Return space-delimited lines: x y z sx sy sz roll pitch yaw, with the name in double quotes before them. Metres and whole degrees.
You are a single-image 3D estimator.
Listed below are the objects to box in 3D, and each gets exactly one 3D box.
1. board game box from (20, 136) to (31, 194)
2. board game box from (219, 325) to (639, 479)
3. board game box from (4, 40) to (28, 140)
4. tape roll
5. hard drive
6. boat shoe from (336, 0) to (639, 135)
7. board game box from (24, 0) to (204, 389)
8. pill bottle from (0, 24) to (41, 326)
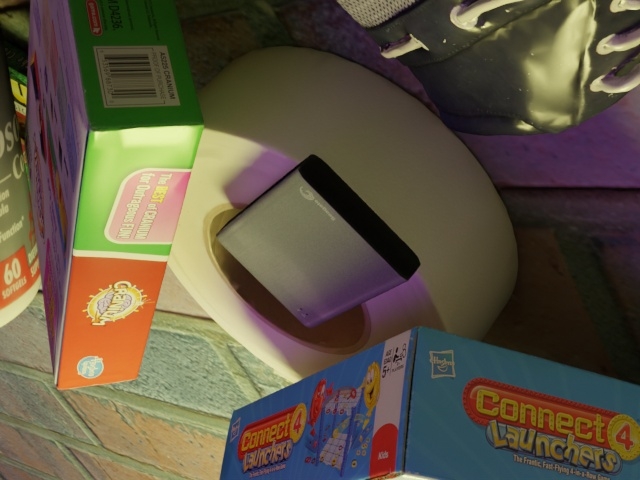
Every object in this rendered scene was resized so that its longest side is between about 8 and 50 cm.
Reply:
"board game box" -0.306 -0.045 1.104 0.124 0.039 0.259 42 160 -11
"board game box" 0.122 0.169 0.750 0.308 0.086 0.302 17 156 -21
"board game box" -0.273 -0.124 1.006 0.259 0.030 0.136 29 146 18
"tape roll" 0.000 0.000 0.791 0.286 0.100 0.286 28 147 20
"hard drive" -0.005 0.004 0.680 0.094 0.022 0.135 45 149 -7
"boat shoe" 0.132 -0.140 0.458 0.158 0.127 0.340 46 158 -22
"board game box" -0.160 -0.074 0.741 0.316 0.064 0.242 115 145 -54
"pill bottle" -0.359 -0.105 0.867 0.210 0.210 0.363 17 122 35
